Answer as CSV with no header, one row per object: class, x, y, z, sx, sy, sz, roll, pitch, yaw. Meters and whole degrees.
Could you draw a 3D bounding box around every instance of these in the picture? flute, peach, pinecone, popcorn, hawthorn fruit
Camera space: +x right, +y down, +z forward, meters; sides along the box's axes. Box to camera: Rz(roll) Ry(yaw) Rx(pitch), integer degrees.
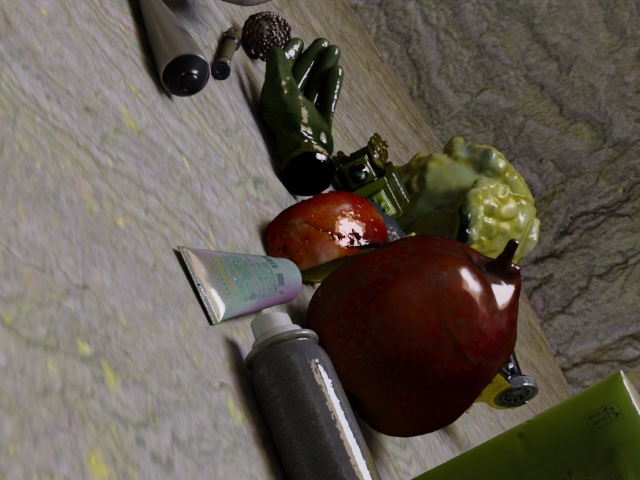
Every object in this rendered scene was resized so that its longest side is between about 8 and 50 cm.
flute,-0.122,-0.251,1.715,0.027,0.027,0.233,57,11,-17
peach,-0.003,-0.005,1.466,0.172,0.127,0.092,-4,71,-50
pinecone,-0.080,-0.303,1.915,0.077,0.077,0.083,57,2,-15
popcorn,0.248,-0.048,2.217,0.237,0.293,0.293,-4,55,-29
hawthorn fruit,0.117,0.083,1.371,0.208,0.248,0.208,49,18,-22

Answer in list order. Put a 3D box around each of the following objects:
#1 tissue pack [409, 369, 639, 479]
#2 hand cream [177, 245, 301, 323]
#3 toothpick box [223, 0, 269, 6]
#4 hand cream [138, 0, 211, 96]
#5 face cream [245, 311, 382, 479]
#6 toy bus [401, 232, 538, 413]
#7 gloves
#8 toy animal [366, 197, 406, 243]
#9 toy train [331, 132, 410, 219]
tissue pack,0.245,0.298,1.323,0.167,0.275,0.200,44,20,-53
hand cream,-0.073,0.038,1.190,0.076,0.047,0.174,63,20,11
toothpick box,-0.102,-0.535,1.562,0.425,0.409,0.409,56,11,1
hand cream,-0.163,-0.217,1.406,0.087,0.054,0.186,56,5,-43
face cream,0.006,0.184,1.075,0.283,0.073,0.073,66,12,26
toy bus,0.163,0.128,1.708,0.330,0.152,0.144,43,26,-51
gloves,-0.028,-0.174,1.742,0.135,0.107,0.268,41,38,-38
toy animal,0.100,0.024,1.843,0.210,0.121,0.117,-115,-173,-52
toy train,0.083,-0.091,2.055,0.137,0.090,0.225,63,11,-7
